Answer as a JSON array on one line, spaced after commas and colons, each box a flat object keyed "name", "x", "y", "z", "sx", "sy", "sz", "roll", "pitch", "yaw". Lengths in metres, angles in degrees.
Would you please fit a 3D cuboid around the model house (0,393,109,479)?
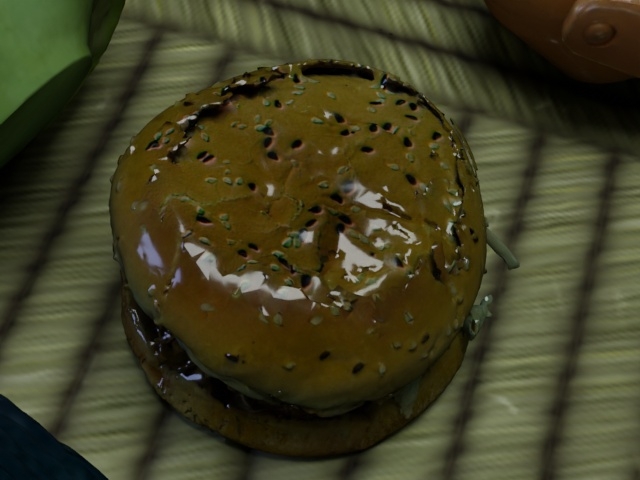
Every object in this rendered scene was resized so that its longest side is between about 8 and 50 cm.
[{"name": "model house", "x": -0.101, "y": 0.168, "z": 0.466, "sx": 0.298, "sy": 0.284, "sz": 0.243, "roll": 36, "pitch": 49, "yaw": 22}]

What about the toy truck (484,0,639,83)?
[{"name": "toy truck", "x": 0.215, "y": -0.177, "z": 0.831, "sx": 0.239, "sy": 0.265, "sz": 0.189, "roll": 13, "pitch": 46, "yaw": -11}]

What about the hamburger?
[{"name": "hamburger", "x": 0.000, "y": 0.000, "z": 0.732, "sx": 0.185, "sy": 0.113, "sz": 0.177, "roll": 0, "pitch": 48, "yaw": -7}]

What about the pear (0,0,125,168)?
[{"name": "pear", "x": -0.227, "y": -0.128, "z": 0.777, "sx": 0.286, "sy": 0.176, "sz": 0.282, "roll": 31, "pitch": 49, "yaw": 13}]
